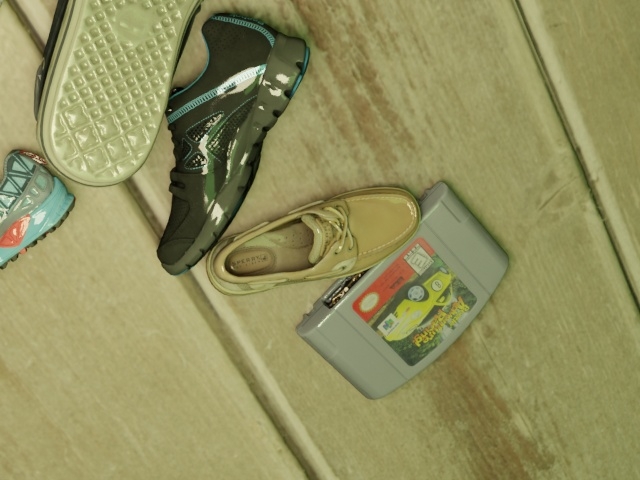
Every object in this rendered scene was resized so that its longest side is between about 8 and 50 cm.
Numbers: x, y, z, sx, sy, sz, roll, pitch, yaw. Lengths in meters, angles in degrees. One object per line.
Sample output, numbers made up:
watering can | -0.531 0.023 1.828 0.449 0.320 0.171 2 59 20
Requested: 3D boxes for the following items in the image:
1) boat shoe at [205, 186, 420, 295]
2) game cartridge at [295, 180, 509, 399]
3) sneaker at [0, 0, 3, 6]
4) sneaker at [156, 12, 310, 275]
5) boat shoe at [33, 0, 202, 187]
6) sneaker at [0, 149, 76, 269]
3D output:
boat shoe | 0.000 0.000 1.675 0.302 0.098 0.109 -16 87 -14
game cartridge | 0.127 0.081 1.811 0.294 0.060 0.196 -46 125 -1
sneaker | -0.452 -0.240 1.334 0.290 0.106 0.123 -4 124 -58
sneaker | -0.139 -0.120 1.593 0.139 0.125 0.341 26 103 -2
boat shoe | -0.205 -0.305 1.452 0.186 0.156 0.500 19 90 -24
sneaker | -0.427 -0.010 1.516 0.262 0.104 0.125 -39 103 -10
